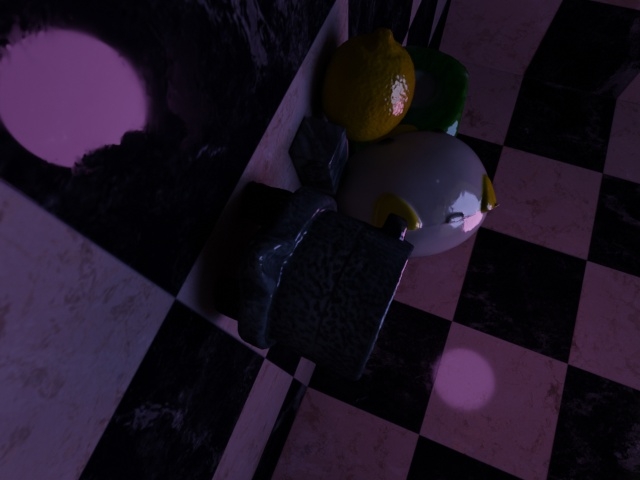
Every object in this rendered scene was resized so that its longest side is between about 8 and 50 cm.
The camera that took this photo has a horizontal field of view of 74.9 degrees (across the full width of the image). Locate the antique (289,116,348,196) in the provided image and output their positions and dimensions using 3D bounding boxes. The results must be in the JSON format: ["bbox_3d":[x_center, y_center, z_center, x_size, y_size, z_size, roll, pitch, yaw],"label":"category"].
[{"bbox_3d":[0.003,-0.168,0.883,0.183,0.088,0.086,67,44,-73],"label":"antique"}]

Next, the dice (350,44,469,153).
[{"bbox_3d":[0.265,-0.375,1.260,0.300,0.297,0.287,62,45,-74],"label":"dice"}]

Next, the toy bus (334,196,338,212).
[{"bbox_3d":[0.122,-0.091,1.316,0.232,0.197,0.294,-86,-168,-58],"label":"toy bus"}]

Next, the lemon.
[{"bbox_3d":[0.094,-0.302,0.841,0.187,0.186,0.244,-60,175,-42],"label":"lemon"}]

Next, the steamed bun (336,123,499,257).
[{"bbox_3d":[0.224,-0.112,1.024,0.373,0.334,0.334,-17,144,-18],"label":"steamed bun"}]

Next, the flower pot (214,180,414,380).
[{"bbox_3d":[-0.020,0.054,0.676,0.299,0.282,0.299,-61,166,-26],"label":"flower pot"}]
